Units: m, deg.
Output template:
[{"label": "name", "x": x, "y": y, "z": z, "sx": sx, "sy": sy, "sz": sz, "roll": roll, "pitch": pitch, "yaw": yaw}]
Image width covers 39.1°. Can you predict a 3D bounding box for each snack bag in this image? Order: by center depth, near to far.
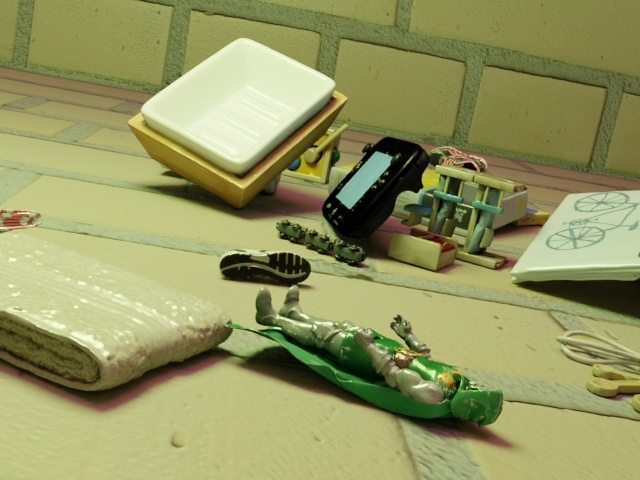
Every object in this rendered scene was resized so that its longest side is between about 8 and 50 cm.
[{"label": "snack bag", "x": 0.477, "y": -0.015, "z": 1.283, "sx": 0.342, "sy": 0.037, "sz": 0.323, "roll": -4, "pitch": 19, "yaw": 31}]

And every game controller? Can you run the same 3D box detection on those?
[{"label": "game controller", "x": 0.076, "y": -0.085, "z": 1.375, "sx": 0.067, "sy": 0.166, "sz": 0.319, "roll": 50, "pitch": 1, "yaw": -10}]

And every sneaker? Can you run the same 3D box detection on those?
[{"label": "sneaker", "x": -0.064, "y": 0.025, "z": 1.037, "sx": 0.109, "sy": 0.040, "sz": 0.044, "roll": 8, "pitch": 11, "yaw": -14}, {"label": "sneaker", "x": 0.260, "y": -0.149, "z": 1.735, "sx": 0.119, "sy": 0.047, "sz": 0.057, "roll": 13, "pitch": 21, "yaw": 18}]

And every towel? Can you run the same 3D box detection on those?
[{"label": "towel", "x": -0.233, "y": 0.049, "z": 0.770, "sx": 0.282, "sy": 0.049, "sz": 0.187, "roll": 17, "pitch": 14, "yaw": 24}, {"label": "towel", "x": -0.397, "y": -0.016, "z": 0.904, "sx": 0.197, "sy": 0.029, "sz": 0.144, "roll": 2, "pitch": -4, "yaw": -35}]

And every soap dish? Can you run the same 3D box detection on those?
[{"label": "soap dish", "x": -0.128, "y": -0.191, "z": 1.458, "sx": 0.229, "sy": 0.118, "sz": 0.291, "roll": 29, "pitch": 49, "yaw": 19}]

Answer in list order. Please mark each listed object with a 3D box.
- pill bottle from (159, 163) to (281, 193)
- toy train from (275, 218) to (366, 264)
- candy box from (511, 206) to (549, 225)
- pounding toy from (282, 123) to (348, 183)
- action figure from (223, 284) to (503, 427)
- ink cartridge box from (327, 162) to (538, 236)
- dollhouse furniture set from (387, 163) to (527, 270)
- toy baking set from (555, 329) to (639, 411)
[{"label": "pill bottle", "x": -0.171, "y": -0.157, "z": 1.584, "sx": 0.208, "sy": 0.119, "sz": 0.119, "roll": 11, "pitch": 12, "yaw": 2}, {"label": "toy train", "x": 0.000, "y": 0.000, "z": 1.234, "sx": 0.158, "sy": 0.027, "sz": 0.036, "roll": 21, "pitch": 13, "yaw": 38}, {"label": "candy box", "x": 0.353, "y": -0.070, "z": 1.846, "sx": 0.105, "sy": 0.027, "sz": 0.206, "roll": -2, "pitch": 18, "yaw": -43}, {"label": "pounding toy", "x": -0.013, "y": -0.188, "z": 1.825, "sx": 0.141, "sy": 0.130, "sz": 0.100, "roll": 13, "pitch": 13, "yaw": 11}, {"label": "action figure", "x": 0.049, "y": 0.099, "z": 0.766, "sx": 0.232, "sy": 0.063, "sz": 0.137, "roll": 22, "pitch": 13, "yaw": 29}, {"label": "ink cartridge box", "x": 0.223, "y": -0.094, "z": 1.709, "sx": 0.303, "sy": 0.072, "sz": 0.307, "roll": 17, "pitch": 21, "yaw": 30}, {"label": "dollhouse furniture set", "x": 0.203, "y": -0.031, "z": 1.305, "sx": 0.129, "sy": 0.129, "sz": 0.183, "roll": 17, "pitch": 13, "yaw": 24}, {"label": "toy baking set", "x": 0.353, "y": 0.133, "z": 0.928, "sx": 0.196, "sy": 0.030, "sz": 0.256, "roll": 10, "pitch": 12, "yaw": -3}]
